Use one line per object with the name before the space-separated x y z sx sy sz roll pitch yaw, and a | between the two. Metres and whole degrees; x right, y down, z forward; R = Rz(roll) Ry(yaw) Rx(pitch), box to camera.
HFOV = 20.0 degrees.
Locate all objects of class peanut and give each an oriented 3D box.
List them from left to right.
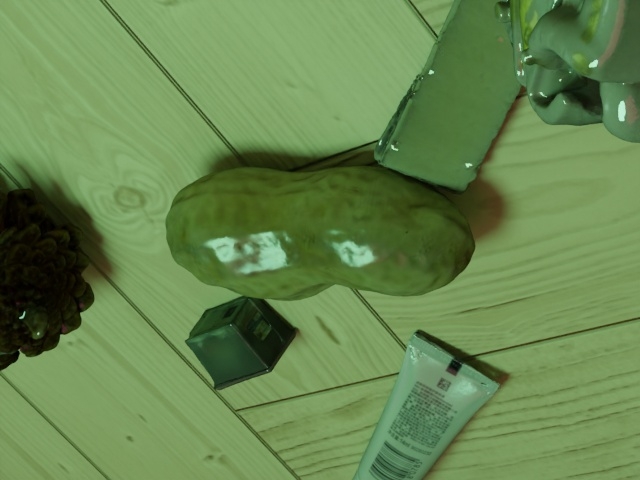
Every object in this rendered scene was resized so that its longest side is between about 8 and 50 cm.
peanut | 0.000 0.000 1.520 0.275 0.111 0.125 3 140 27

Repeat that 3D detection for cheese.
cheese | 0.135 -0.167 1.321 0.085 0.034 0.400 26 141 0

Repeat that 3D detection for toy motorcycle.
toy motorcycle | 0.170 -0.173 1.095 0.108 0.222 0.340 -9 148 -10

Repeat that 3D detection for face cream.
face cream | 0.086 0.184 1.725 0.092 0.058 0.243 30 136 4

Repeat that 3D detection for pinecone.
pinecone | -0.331 0.036 1.694 0.212 0.168 0.185 0 140 26

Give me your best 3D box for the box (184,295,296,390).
box | -0.079 0.094 1.710 0.085 0.060 0.063 -22 116 44
